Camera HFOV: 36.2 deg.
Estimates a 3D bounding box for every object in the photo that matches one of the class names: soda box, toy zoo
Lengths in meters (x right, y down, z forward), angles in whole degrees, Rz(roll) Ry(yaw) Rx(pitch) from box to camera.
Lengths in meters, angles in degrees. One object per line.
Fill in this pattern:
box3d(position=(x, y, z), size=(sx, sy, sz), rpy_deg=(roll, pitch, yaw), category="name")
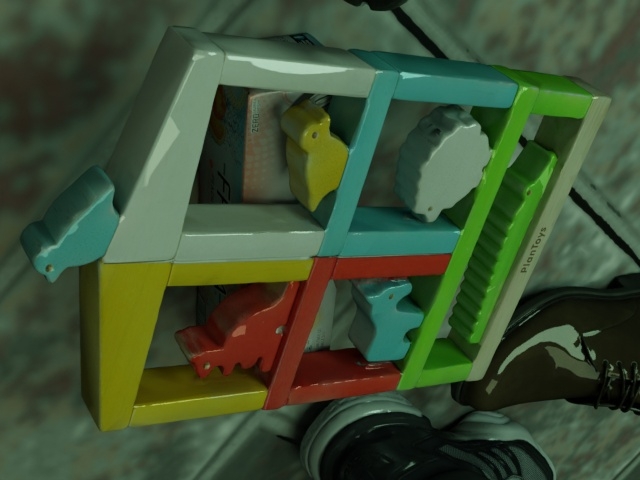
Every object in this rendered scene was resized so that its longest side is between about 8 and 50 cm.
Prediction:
box3d(position=(-0.026, -0.012, 0.518), size=(0.063, 0.058, 0.183), rpy_deg=(-13, 129, -25), category="soda box")
box3d(position=(0.000, 0.000, 0.479), size=(0.293, 0.030, 0.192), rpy_deg=(-2, 123, -35), category="toy zoo")

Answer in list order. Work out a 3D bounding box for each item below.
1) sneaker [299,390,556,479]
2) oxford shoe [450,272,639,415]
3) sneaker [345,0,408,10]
box3d(position=(0.112, 0.198, 0.700), size=(0.269, 0.153, 0.101), rpy_deg=(23, 108, -42), category="sneaker")
box3d(position=(0.201, 0.086, 0.717), size=(0.227, 0.096, 0.082), rpy_deg=(-14, 131, -23), category="oxford shoe")
box3d(position=(0.034, -0.209, 0.405), size=(0.094, 0.081, 0.208), rpy_deg=(-38, 139, -44), category="sneaker")
